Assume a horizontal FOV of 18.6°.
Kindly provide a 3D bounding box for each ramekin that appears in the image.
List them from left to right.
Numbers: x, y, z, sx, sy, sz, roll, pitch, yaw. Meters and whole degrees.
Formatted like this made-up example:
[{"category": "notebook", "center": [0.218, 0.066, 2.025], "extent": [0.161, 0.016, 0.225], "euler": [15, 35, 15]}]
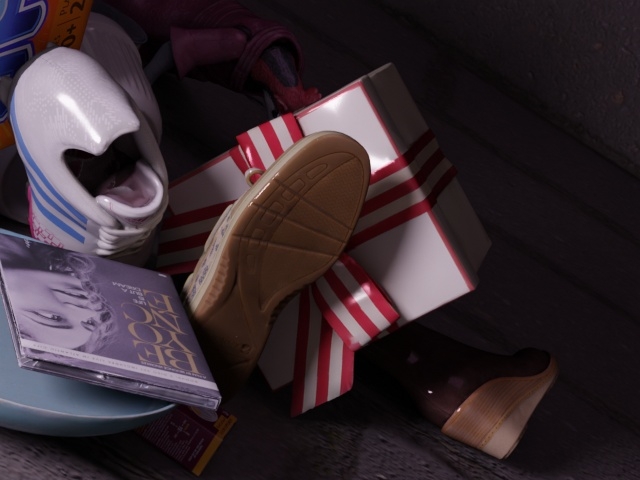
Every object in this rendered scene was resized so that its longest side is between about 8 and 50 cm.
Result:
[{"category": "ramekin", "center": [-0.249, -0.106, 1.851], "extent": [0.207, 0.207, 0.109], "euler": [12, 37, -48]}]

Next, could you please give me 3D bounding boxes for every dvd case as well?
[{"category": "dvd case", "center": [-0.179, 0.062, 1.589], "extent": [0.164, 0.018, 0.221], "euler": [15, 21, -22]}]

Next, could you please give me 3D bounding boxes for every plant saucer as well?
[{"category": "plant saucer", "center": [-0.253, 0.072, 1.571], "extent": [0.318, 0.043, 0.317], "euler": [19, 19, -7]}]

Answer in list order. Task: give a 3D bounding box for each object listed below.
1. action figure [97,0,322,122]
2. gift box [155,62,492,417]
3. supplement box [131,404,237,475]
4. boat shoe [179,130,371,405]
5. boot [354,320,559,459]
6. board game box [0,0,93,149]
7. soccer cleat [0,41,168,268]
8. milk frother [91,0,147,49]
[{"category": "action figure", "center": [-0.105, -0.243, 2.343], "extent": [0.370, 0.275, 0.248], "euler": [31, 7, 42]}, {"category": "gift box", "center": [0.000, 0.000, 1.893], "extent": [0.255, 0.276, 0.258], "euler": [56, 14, -3]}, {"category": "supplement box", "center": [-0.120, 0.153, 1.654], "extent": [0.083, 0.043, 0.055], "euler": [34, 21, 1]}, {"category": "boat shoe", "center": [-0.061, 0.014, 1.718], "extent": [0.104, 0.285, 0.089], "euler": [29, 16, -27]}, {"category": "boot", "center": [0.144, 0.122, 2.085], "extent": [0.207, 0.090, 0.248], "euler": [37, 22, 3]}, {"category": "board game box", "center": [-0.418, -0.274, 1.573], "extent": [0.356, 0.356, 0.356], "euler": [41, 43, 21]}, {"category": "soccer cleat", "center": [-0.189, -0.032, 1.703], "extent": [0.143, 0.116, 0.331], "euler": [40, -19, 27]}, {"category": "milk frother", "center": [-0.229, -0.163, 2.113], "extent": [0.143, 0.134, 0.129], "euler": [26, 21, -20]}]
